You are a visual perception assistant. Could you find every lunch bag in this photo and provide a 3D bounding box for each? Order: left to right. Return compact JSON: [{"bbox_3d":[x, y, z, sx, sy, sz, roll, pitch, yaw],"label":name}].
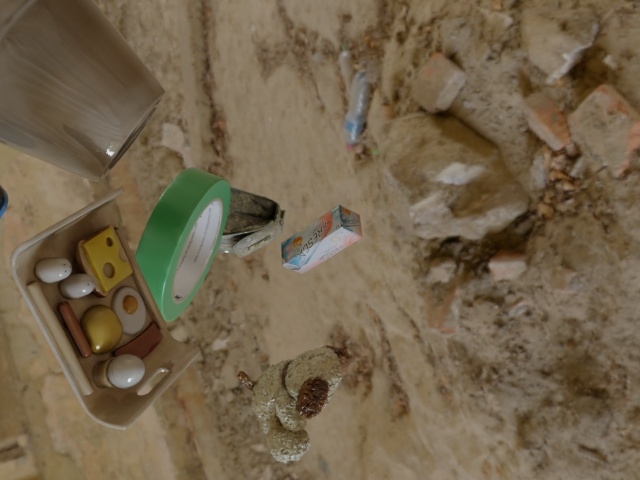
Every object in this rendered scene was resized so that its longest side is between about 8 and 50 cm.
[{"bbox_3d":[-0.232,-0.050,1.935,0.235,0.287,0.169,97,179,-81],"label":"lunch bag"}]

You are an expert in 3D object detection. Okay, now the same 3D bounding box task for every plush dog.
[{"bbox_3d":[-0.044,0.313,1.641,0.210,0.262,0.225,46,122,-11],"label":"plush dog"}]

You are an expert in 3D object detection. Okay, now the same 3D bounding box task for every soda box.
[{"bbox_3d":[0.000,0.000,1.534,0.183,0.063,0.058,-33,47,36],"label":"soda box"}]

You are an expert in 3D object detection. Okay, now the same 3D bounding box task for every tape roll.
[{"bbox_3d":[-0.288,0.008,1.576,0.077,0.321,0.321,21,138,7],"label":"tape roll"}]

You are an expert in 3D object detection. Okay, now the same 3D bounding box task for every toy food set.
[{"bbox_3d":[-0.303,0.094,1.125,0.092,0.220,0.306,-11,109,29],"label":"toy food set"}]

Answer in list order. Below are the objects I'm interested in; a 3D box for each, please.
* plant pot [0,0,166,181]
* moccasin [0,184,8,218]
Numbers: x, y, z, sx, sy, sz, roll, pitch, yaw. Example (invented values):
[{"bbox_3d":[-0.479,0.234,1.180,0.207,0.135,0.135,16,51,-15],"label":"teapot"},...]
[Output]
[{"bbox_3d":[-0.417,-0.251,1.210,0.280,0.323,0.323,37,158,-13],"label":"plant pot"},{"bbox_3d":[-0.647,0.005,1.152,0.138,0.342,0.117,37,162,41],"label":"moccasin"}]
